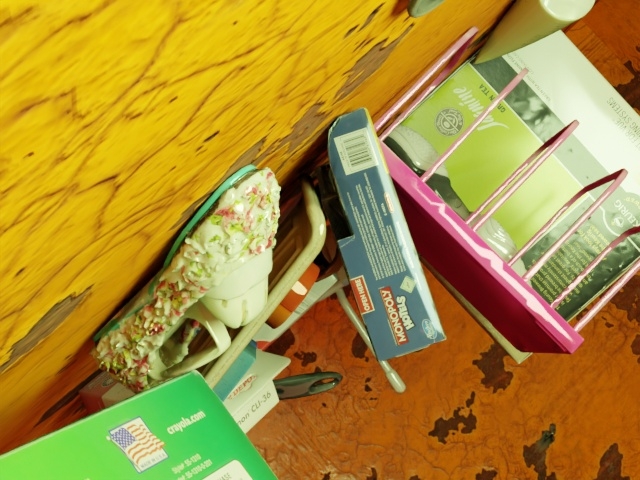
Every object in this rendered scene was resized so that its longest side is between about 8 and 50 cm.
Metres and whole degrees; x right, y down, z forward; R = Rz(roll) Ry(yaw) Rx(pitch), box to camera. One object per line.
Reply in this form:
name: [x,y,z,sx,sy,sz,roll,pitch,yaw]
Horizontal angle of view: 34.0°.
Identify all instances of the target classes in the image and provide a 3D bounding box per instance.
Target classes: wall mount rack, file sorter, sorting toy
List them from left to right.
sorting toy: [-0.059,0.050,0.922,0.229,0.041,0.307,-56,-172,8]
wall mount rack: [0.130,0.038,1.589,0.350,0.304,0.130,-35,139,18]
file sorter: [0.186,-0.049,1.078,0.182,0.290,0.202,-45,178,-6]

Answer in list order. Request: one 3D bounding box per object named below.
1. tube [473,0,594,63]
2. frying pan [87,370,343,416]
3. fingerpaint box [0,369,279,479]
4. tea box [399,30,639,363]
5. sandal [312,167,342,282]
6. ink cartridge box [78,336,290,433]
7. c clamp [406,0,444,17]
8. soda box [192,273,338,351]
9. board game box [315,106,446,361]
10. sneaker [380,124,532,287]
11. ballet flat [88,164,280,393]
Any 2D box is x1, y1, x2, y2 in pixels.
tube: [0.229,-0.244,1.146,0.070,0.062,0.240,1,179,-5]
frying pan: [-0.128,0.162,1.211,0.326,0.053,0.197,-28,134,-22]
fingerpaint box: [-0.260,0.288,0.616,0.371,0.163,0.444,-44,168,25]
tea box: [0.261,-0.071,1.389,0.323,0.329,0.220,-41,177,4]
sandal: [0.000,0.000,1.020,0.090,0.060,0.219,-51,-172,33]
ink cartridge box: [-0.125,0.156,1.027,0.198,0.067,0.115,5,-148,40]
c clamp: [0.106,-0.180,0.565,0.137,0.022,0.161,-42,177,-19]
soda box: [-0.111,0.109,1.301,0.286,0.098,0.091,-42,178,1]
board game box: [0.042,-0.003,0.905,0.060,0.194,0.194,-19,178,0]
sneaker: [0.118,0.006,1.225,0.153,0.269,0.101,-36,174,-15]
ballet flat: [-0.082,0.039,0.739,0.091,0.077,0.241,-36,173,-47]
